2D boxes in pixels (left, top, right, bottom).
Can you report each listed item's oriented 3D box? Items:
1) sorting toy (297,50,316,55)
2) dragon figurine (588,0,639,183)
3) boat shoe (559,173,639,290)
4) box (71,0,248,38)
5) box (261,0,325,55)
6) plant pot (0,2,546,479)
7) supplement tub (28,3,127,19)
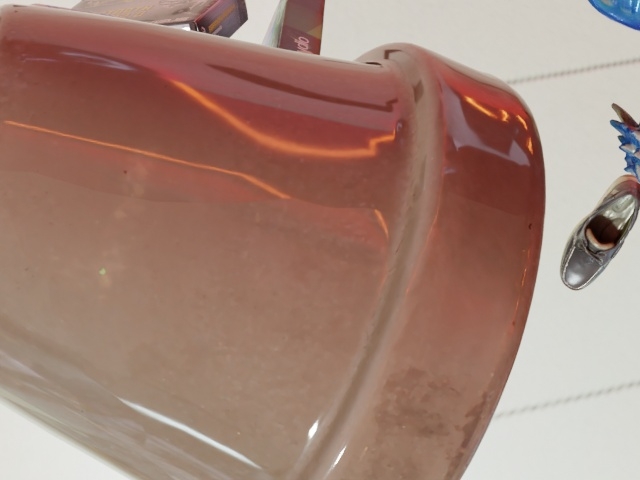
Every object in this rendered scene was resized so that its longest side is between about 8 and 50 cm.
[{"bbox_3d":[0.000,0.000,0.967,0.193,0.038,0.208,38,71,5],"label":"sorting toy"},{"bbox_3d":[0.146,-0.119,0.538,0.085,0.144,0.289,-24,112,-13],"label":"dragon figurine"},{"bbox_3d":[0.306,-0.005,1.597,0.056,0.049,0.152,30,117,9],"label":"boat shoe"},{"bbox_3d":[-0.226,-0.263,1.811,0.231,0.183,0.056,-3,115,18],"label":"box"},{"bbox_3d":[-0.064,-0.136,1.703,0.058,0.322,0.232,18,123,-10],"label":"box"},{"bbox_3d":[-0.064,0.007,0.649,0.229,0.263,0.263,20,107,-19],"label":"plant pot"},{"bbox_3d":[-0.239,-0.190,1.415,0.107,0.071,0.071,1,115,-42],"label":"supplement tub"}]
